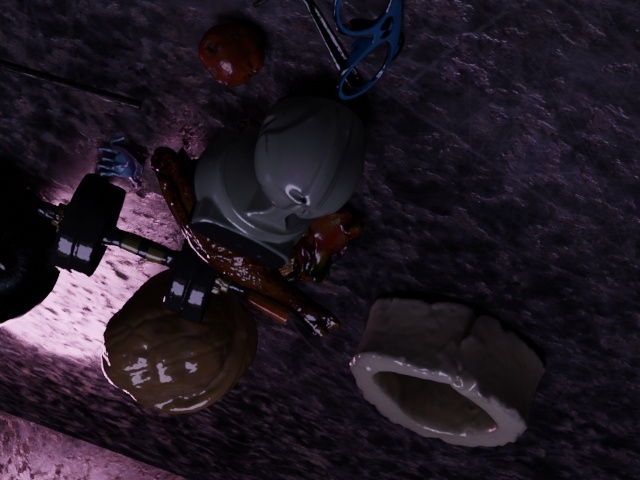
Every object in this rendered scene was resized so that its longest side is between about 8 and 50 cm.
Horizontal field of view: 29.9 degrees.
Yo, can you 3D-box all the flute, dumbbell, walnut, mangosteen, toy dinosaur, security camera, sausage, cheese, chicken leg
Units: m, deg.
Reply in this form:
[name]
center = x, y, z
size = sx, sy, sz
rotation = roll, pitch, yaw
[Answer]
[flute]
center = -0.407, -0.247, 1.879
size = 0.269, 0.014, 0.014
rotation = 17, 152, 8
[dumbbell]
center = -0.308, 0.012, 2.092
size = 0.388, 0.185, 0.185
rotation = 21, 152, -2
[walnut]
center = -0.262, 0.191, 2.294
size = 0.285, 0.285, 0.296
rotation = 7, 171, 25
[mangosteen]
center = -0.640, 0.019, 2.234
size = 0.300, 0.300, 0.300
rotation = 16, 152, 9
[toy dinosaur]
center = -0.332, -0.131, 2.003
size = 0.080, 0.045, 0.197
rotation = 5, 158, 2
[security camera]
center = -0.047, -0.101, 1.708
size = 0.197, 0.191, 0.277
rotation = 28, 150, -22
[sausage]
center = -0.111, 0.123, 2.316
size = 0.107, 0.031, 0.031
rotation = 28, 151, -14
[cheese]
center = 0.225, 0.233, 2.157
size = 0.292, 0.153, 0.332
rotation = -9, 141, 44
[chicken leg]
center = -0.128, 0.012, 1.879
size = 0.407, 0.096, 0.158
rotation = 46, -169, -1

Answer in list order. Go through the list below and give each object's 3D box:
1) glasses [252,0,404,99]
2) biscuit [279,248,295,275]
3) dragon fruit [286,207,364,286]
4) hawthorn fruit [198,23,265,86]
[glasses]
center = -0.004, -0.272, 1.465
size = 0.206, 0.102, 0.239
rotation = 14, 152, 13
[biscuit]
center = -0.087, 0.039, 2.147
size = 0.199, 0.034, 0.064
rotation = -4, 143, 38
[dragon fruit]
center = 0.000, 0.000, 1.957
size = 0.138, 0.175, 0.142
rotation = 17, -176, 28
[hawthorn fruit]
center = -0.122, -0.253, 1.614
size = 0.093, 0.093, 0.093
rotation = 16, 152, 9
